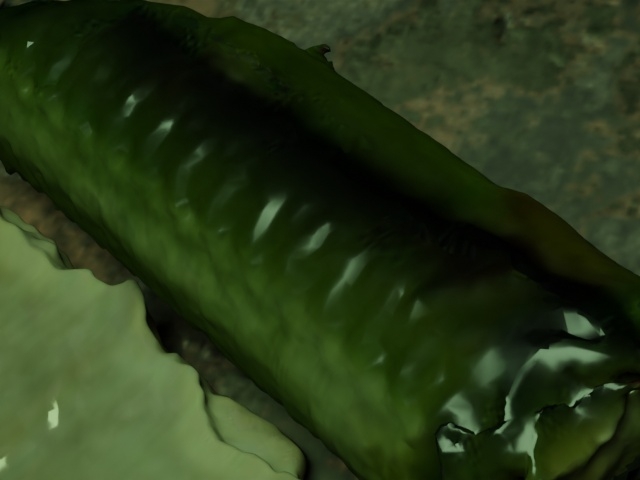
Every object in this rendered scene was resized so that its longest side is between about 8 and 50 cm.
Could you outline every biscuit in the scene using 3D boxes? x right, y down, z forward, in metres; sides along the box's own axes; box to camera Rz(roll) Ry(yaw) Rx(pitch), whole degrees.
[{"bbox_3d":[-0.101,0.123,0.731,0.204,0.040,0.309,-46,53,-10],"label":"biscuit"}]

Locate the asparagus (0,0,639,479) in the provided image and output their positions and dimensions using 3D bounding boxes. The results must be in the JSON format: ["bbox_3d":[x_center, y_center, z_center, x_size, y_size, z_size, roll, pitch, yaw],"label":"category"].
[{"bbox_3d":[0.000,0.000,0.725,0.128,0.108,0.382,-45,53,-9],"label":"asparagus"}]
